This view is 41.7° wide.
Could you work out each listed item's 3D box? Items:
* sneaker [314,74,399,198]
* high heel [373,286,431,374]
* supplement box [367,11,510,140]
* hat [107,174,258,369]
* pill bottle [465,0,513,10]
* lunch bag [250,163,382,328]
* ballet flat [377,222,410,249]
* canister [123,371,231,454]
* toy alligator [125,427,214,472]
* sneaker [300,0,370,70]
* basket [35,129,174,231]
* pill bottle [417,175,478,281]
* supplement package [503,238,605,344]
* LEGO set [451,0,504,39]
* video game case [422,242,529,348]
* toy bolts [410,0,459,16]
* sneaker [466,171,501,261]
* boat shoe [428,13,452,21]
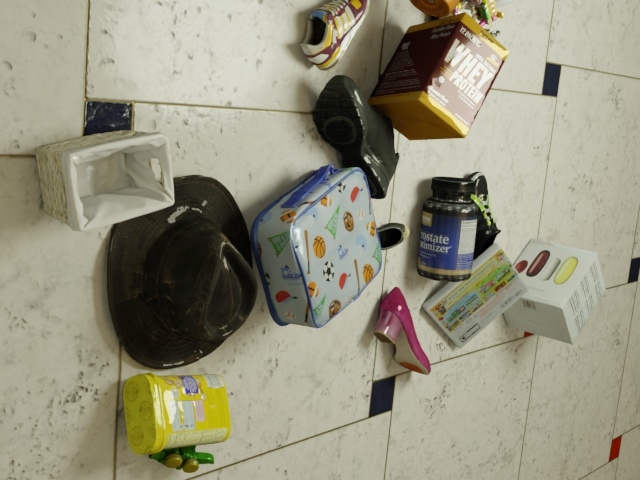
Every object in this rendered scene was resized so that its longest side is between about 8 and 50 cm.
[{"bbox_3d":[0.078,-0.212,1.609,0.130,0.109,0.286,-58,145,-28],"label":"sneaker"},{"bbox_3d":[0.197,0.207,1.871,0.244,0.082,0.117,44,61,-39],"label":"high heel"},{"bbox_3d":[0.223,-0.311,1.625,0.129,0.191,0.194,33,79,-26],"label":"supplement box"},{"bbox_3d":[-0.189,0.065,1.358,0.331,0.134,0.331,-16,112,-43],"label":"hat"},{"bbox_3d":[0.328,-0.621,1.716,0.153,0.153,0.265,-41,128,-33],"label":"pill bottle"},{"bbox_3d":[0.000,0.000,1.528,0.303,0.115,0.243,-44,125,-50],"label":"lunch bag"},{"bbox_3d":[0.133,-0.002,1.752,0.173,0.049,0.058,-13,111,-45],"label":"ballet flat"},{"bbox_3d":[-0.233,0.283,1.393,0.170,0.073,0.126,9,65,-50],"label":"canister"},{"bbox_3d":[-0.264,0.358,1.423,0.051,0.056,0.189,-41,132,23],"label":"toy alligator"},{"bbox_3d":[0.026,-0.402,1.509,0.084,0.069,0.186,36,73,-52],"label":"sneaker"},{"bbox_3d":[-0.308,-0.092,1.204,0.167,0.103,0.113,-20,115,-42],"label":"basket"},{"bbox_3d":[0.282,-0.027,1.854,0.122,0.122,0.219,-8,106,-46],"label":"pill bottle"},{"bbox_3d":[0.602,0.130,2.193,0.203,0.194,0.149,-50,133,-27],"label":"supplement package"},{"bbox_3d":[0.256,-0.497,1.649,0.107,0.132,0.287,-40,109,-16],"label":"LEGO set"},{"bbox_3d":[0.372,0.135,1.999,0.227,0.026,0.206,-41,134,3],"label":"video game case"},{"bbox_3d":[0.182,-0.547,1.540,0.158,0.228,0.218,-63,160,-11],"label":"toy bolts"},{"bbox_3d":[0.388,-0.045,1.982,0.084,0.097,0.235,-18,113,-44],"label":"sneaker"},{"bbox_3d":[0.249,-0.421,1.762,0.072,0.068,0.190,-15,102,-31],"label":"boat shoe"}]
